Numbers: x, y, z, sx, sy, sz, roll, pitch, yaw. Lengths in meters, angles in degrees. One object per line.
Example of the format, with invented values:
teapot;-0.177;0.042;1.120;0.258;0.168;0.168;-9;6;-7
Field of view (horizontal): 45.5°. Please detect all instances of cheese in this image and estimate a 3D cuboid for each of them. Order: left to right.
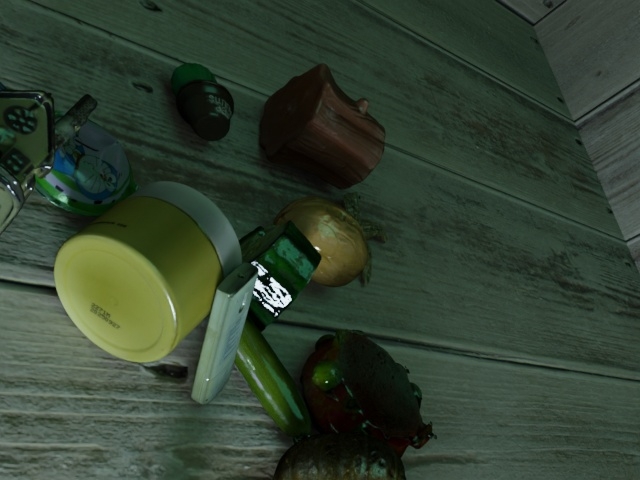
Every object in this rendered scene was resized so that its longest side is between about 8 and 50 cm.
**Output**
cheese;-0.426;-0.151;1.216;0.320;0.083;0.204;38;40;-22

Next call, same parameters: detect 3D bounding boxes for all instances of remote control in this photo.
remote control;-0.149;0.147;1.180;0.038;0.233;0.098;25;31;10

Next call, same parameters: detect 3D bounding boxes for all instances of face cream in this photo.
face cream;-0.255;0.045;1.139;0.218;0.218;0.179;50;38;-7

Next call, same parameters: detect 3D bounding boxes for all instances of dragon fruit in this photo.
dragon fruit;0.072;0.282;1.371;0.295;0.130;0.268;30;37;-37

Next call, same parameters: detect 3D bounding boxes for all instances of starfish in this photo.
starfish;0.063;-0.014;1.682;0.277;0.062;0.235;23;52;-40

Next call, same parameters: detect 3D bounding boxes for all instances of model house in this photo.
model house;-0.460;-0.169;1.075;0.218;0.205;0.278;42;45;-18

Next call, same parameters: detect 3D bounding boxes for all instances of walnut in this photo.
walnut;0.000;0.000;1.504;0.197;0.165;0.165;41;39;-22

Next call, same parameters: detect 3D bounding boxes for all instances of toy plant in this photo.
toy plant;-0.230;-0.282;1.521;0.143;0.105;0.200;29;31;-41

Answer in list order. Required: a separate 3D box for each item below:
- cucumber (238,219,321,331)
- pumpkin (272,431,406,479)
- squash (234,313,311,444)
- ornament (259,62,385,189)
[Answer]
cucumber;-0.101;0.057;1.337;0.130;0.191;0.191;42;39;-16
pumpkin;0.030;0.401;1.189;0.219;0.219;0.162;33;38;-26
squash;-0.098;0.222;1.289;0.318;0.071;0.080;60;18;-3
ornament;0.006;-0.232;1.672;0.217;0.221;0.235;31;83;-34
